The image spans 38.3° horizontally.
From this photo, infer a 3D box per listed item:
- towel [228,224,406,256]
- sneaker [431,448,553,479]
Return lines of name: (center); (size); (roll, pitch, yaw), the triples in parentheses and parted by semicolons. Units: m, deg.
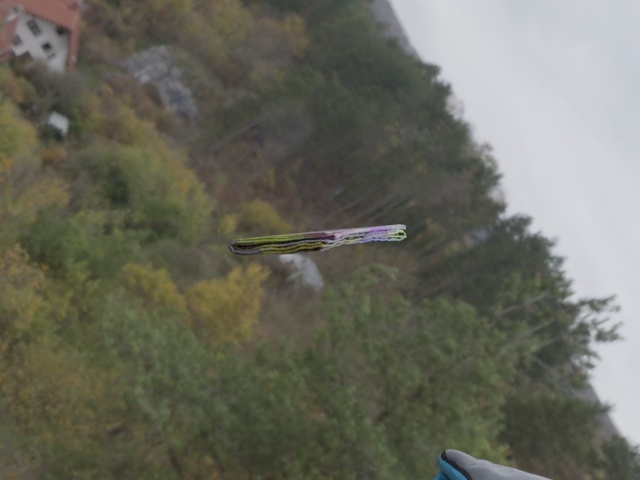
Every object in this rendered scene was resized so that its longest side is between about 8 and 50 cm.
towel: (0.000, 0.000, 0.457); (0.083, 0.060, 0.009); (-6, 91, -59)
sneaker: (0.075, 0.245, 0.505); (0.139, 0.125, 0.341); (25, 28, 14)
